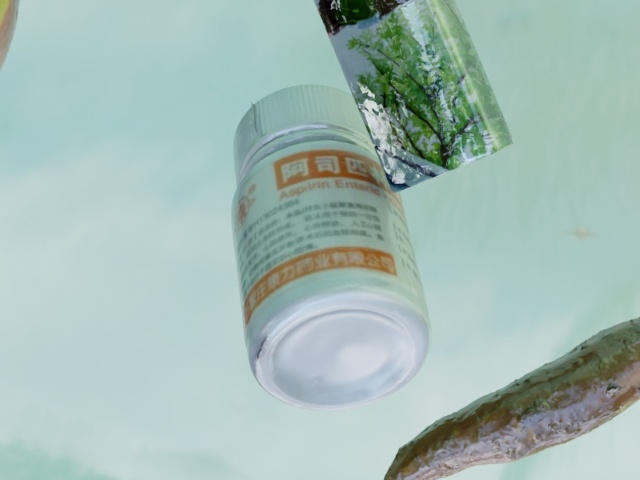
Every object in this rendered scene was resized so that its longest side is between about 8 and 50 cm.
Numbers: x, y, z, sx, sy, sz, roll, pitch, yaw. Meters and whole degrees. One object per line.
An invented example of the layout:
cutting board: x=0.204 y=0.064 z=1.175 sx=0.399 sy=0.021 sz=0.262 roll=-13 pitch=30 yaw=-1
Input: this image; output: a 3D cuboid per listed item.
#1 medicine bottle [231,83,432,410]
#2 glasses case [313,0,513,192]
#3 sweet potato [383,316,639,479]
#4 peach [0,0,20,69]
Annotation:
medicine bottle: x=0.000 y=0.000 z=1.037 sx=0.145 sy=0.252 sz=0.144 roll=-6 pitch=133 yaw=-6
glasses case: x=0.047 y=-0.177 z=0.975 sx=0.095 sy=0.062 sz=0.272 roll=-23 pitch=92 yaw=24
sweet potato: x=0.182 y=0.123 z=0.991 sx=0.314 sy=0.066 sz=0.072 roll=-27 pitch=179 yaw=0
peach: x=-0.492 y=-0.273 z=1.535 sx=0.243 sy=0.380 sz=0.306 roll=17 pitch=153 yaw=-26
